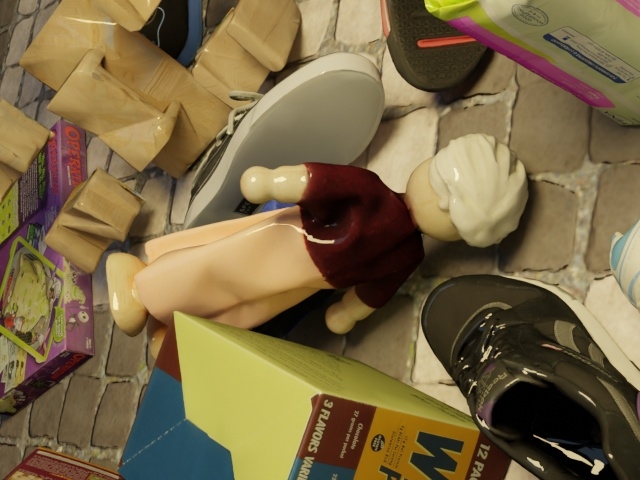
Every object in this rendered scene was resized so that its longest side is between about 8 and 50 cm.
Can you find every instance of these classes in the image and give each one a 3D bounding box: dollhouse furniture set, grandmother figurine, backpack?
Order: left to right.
[{"bbox_3d":[-0.275,-0.242,1.200,0.362,0.394,0.256,-44,19,30],"label":"dollhouse furniture set"},{"bbox_3d":[-0.039,0.027,1.003,0.120,0.098,0.101,-50,14,24],"label":"backpack"},{"bbox_3d":[0.000,0.000,0.870,0.342,0.208,0.104,-19,60,13],"label":"grandmother figurine"}]

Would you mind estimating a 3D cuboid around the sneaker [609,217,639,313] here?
[{"bbox_3d":[0.273,-0.048,0.673,0.237,0.085,0.086,-46,37,23],"label":"sneaker"}]

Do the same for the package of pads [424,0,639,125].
[{"bbox_3d":[0.189,-0.254,0.737,0.101,0.229,0.297,-4,72,49],"label":"package of pads"}]

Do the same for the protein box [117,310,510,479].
[{"bbox_3d":[-0.006,0.163,0.818,0.200,0.201,0.136,20,90,51],"label":"protein box"}]

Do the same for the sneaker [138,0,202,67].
[{"bbox_3d":[-0.201,-0.323,1.336,0.081,0.090,0.232,-35,51,37],"label":"sneaker"}]

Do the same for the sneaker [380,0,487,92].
[{"bbox_3d":[0.101,-0.276,0.975,0.136,0.116,0.314,125,144,-78],"label":"sneaker"}]

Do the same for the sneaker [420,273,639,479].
[{"bbox_3d":[0.143,0.091,0.734,0.283,0.124,0.107,39,105,50],"label":"sneaker"}]

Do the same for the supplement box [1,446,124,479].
[{"bbox_3d":[-0.270,0.279,1.095,0.188,0.104,0.081,-168,96,-88],"label":"supplement box"}]

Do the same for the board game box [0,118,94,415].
[{"bbox_3d":[-0.379,0.035,1.440,0.208,0.056,0.347,-38,49,40],"label":"board game box"}]

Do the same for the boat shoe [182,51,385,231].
[{"bbox_3d":[-0.044,-0.095,1.046,0.306,0.113,0.105,-51,34,47],"label":"boat shoe"}]
